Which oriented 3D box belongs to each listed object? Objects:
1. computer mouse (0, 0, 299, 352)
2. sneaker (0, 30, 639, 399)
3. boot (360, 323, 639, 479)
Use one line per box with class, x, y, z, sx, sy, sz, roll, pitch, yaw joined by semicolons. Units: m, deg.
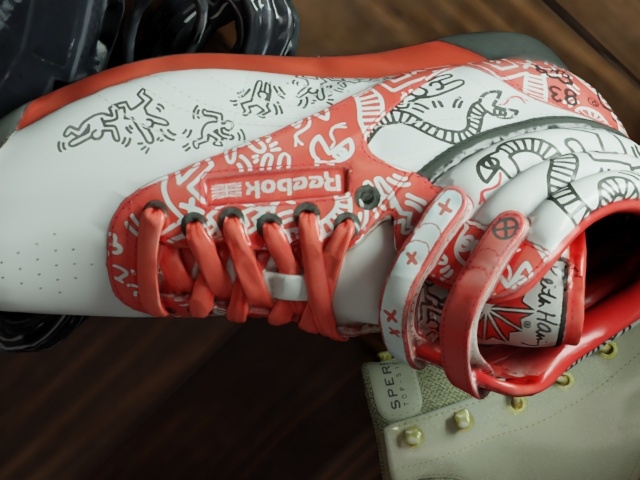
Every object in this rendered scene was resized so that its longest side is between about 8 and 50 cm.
computer mouse;-0.161;-0.082;0.649;0.272;0.072;0.188;29;108;-35
sneaker;0.001;-0.001;0.634;0.270;0.145;0.090;-12;127;-19
boot;0.099;0.046;0.749;0.165;0.077;0.213;-5;121;-4
